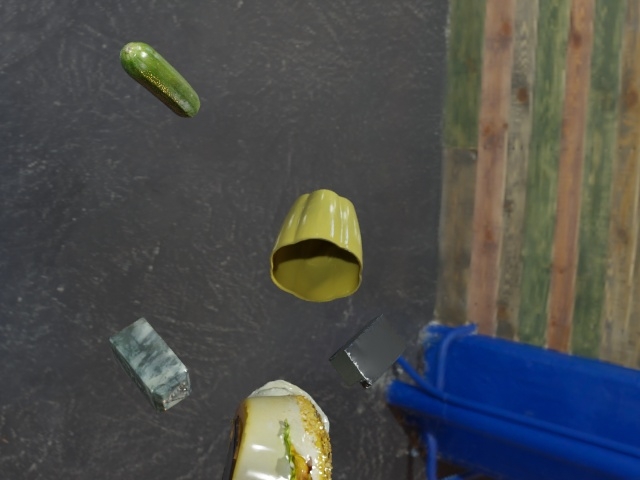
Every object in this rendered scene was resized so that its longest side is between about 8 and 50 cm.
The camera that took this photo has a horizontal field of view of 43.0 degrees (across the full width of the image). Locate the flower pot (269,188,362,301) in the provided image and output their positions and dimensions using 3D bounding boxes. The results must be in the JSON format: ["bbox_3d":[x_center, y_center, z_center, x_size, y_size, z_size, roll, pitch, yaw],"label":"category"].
[{"bbox_3d":[0.000,0.000,1.673,0.195,0.195,0.179,50,34,-36],"label":"flower pot"}]

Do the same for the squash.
[{"bbox_3d":[-0.281,-0.284,1.450,0.066,0.066,0.229,-72,158,-10],"label":"squash"}]

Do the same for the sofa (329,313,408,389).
[{"bbox_3d":[0.086,0.209,1.482,0.085,0.060,0.147,51,41,2],"label":"sofa"}]

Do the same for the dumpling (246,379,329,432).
[{"bbox_3d":[-0.090,0.460,2.205,0.179,0.252,0.132,-60,160,-57],"label":"dumpling"}]

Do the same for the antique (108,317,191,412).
[{"bbox_3d":[-0.343,0.258,1.657,0.086,0.183,0.088,-32,145,-25],"label":"antique"}]

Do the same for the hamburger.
[{"bbox_3d":[-0.075,0.407,1.409,0.179,0.294,0.276,11,111,-9],"label":"hamburger"}]
